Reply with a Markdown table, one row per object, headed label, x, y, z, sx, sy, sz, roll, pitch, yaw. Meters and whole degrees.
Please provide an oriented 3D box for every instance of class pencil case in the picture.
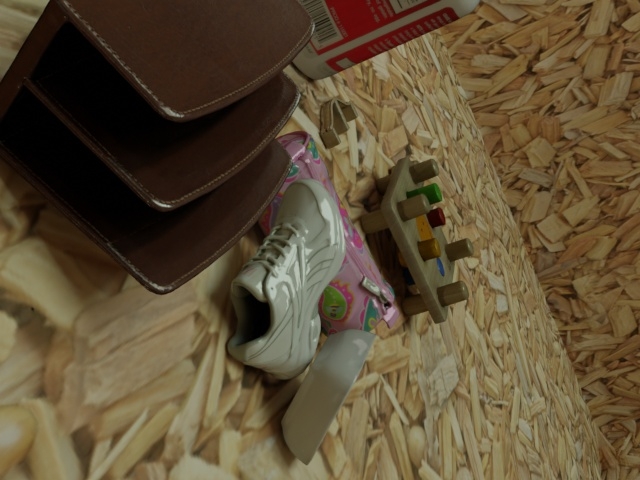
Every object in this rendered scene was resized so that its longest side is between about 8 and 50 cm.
| label | x | y | z | sx | sy | sz | roll | pitch | yaw |
| --- | --- | --- | --- | --- | --- | --- | --- | --- | --- |
| pencil case | 0.000 | 0.000 | 1.015 | 0.284 | 0.124 | 0.124 | 60 | 24 | -22 |

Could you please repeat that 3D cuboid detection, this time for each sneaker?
| label | x | y | z | sx | sy | sz | roll | pitch | yaw |
| --- | --- | --- | --- | --- | --- | --- | --- | --- | --- |
| sneaker | -0.043 | 0.035 | 0.862 | 0.115 | 0.090 | 0.232 | 22 | 74 | -50 |

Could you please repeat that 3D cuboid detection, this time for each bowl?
| label | x | y | z | sx | sy | sz | roll | pitch | yaw |
| --- | --- | --- | --- | --- | --- | --- | --- | --- | --- |
| bowl | 0.005 | 0.171 | 0.899 | 0.053 | 0.142 | 0.142 | 30 | 22 | 4 |

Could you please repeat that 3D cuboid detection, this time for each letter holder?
| label | x | y | z | sx | sy | sz | roll | pitch | yaw |
| --- | --- | --- | --- | --- | --- | --- | --- | --- | --- |
| letter holder | -0.104 | -0.120 | 0.698 | 0.214 | 0.152 | 0.302 | 45 | 34 | -6 |

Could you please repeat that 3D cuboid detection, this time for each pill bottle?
| label | x | y | z | sx | sy | sz | roll | pitch | yaw |
| --- | --- | --- | --- | --- | --- | --- | --- | --- | --- |
| pill bottle | 0.122 | -0.447 | 1.293 | 0.229 | 0.407 | 0.229 | 50 | 30 | -42 |

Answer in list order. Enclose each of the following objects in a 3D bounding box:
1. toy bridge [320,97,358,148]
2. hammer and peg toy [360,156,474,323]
| label | x | y | z | sx | sy | sz | roll | pitch | yaw |
| --- | --- | --- | --- | --- | --- | --- | --- | --- | --- |
| toy bridge | 0.029 | -0.224 | 1.400 | 0.063 | 0.026 | 0.188 | 62 | 23 | -17 |
| hammer and peg toy | 0.208 | -0.026 | 1.516 | 0.266 | 0.127 | 0.361 | 63 | 23 | -17 |
